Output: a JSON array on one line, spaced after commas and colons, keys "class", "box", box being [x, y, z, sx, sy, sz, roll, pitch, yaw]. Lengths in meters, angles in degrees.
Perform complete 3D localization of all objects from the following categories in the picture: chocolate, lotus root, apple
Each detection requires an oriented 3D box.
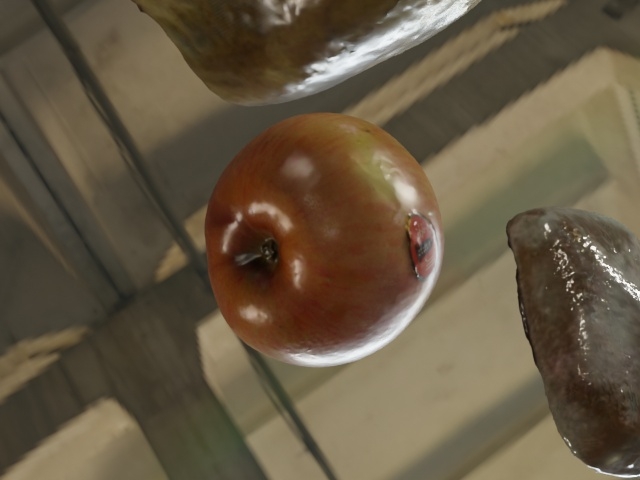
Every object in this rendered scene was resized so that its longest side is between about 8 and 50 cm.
[{"class": "chocolate", "box": [0.310, 0.095, 1.742, 0.185, 0.303, 0.100, 6, -32, -33]}, {"class": "lotus root", "box": [0.003, -0.177, 0.745, 0.188, 0.180, 0.199, -47, -73, -20]}, {"class": "apple", "box": [0.000, 0.000, 1.335, 0.164, 0.209, 0.209, -2, -57, -46]}]
